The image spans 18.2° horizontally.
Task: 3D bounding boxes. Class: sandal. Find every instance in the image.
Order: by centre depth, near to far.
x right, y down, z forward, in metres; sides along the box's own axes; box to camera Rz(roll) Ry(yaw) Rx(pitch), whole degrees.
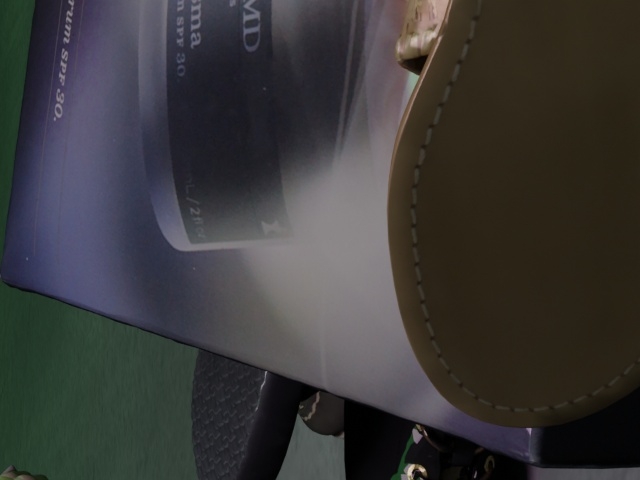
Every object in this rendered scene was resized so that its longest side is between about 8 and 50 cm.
[{"bbox_3d":[0.062,-0.069,0.481,0.079,0.088,0.240,-79,-11,-52],"label":"sandal"},{"bbox_3d":[0.000,0.000,0.904,0.097,0.054,0.254,16,90,69],"label":"sandal"}]

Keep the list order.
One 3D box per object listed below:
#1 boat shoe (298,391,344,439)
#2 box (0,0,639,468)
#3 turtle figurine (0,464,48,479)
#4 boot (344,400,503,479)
[{"bbox_3d":[-0.005,-0.059,1.120,0.112,0.095,0.335,-171,87,-72],"label":"boat shoe"},{"bbox_3d":[0.051,-0.101,0.680,0.294,0.182,0.296,13,98,49],"label":"box"},{"bbox_3d":[-0.165,0.220,1.245,0.275,0.266,0.198,-133,52,-67],"label":"turtle figurine"},{"bbox_3d":[0.066,0.077,0.890,0.236,0.085,0.179,154,116,-69],"label":"boot"}]
